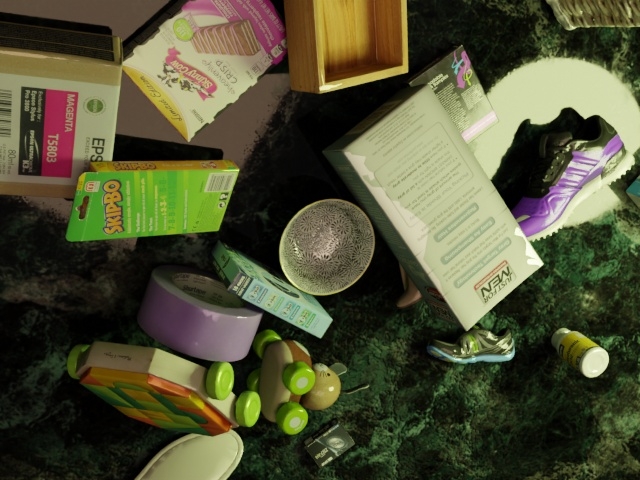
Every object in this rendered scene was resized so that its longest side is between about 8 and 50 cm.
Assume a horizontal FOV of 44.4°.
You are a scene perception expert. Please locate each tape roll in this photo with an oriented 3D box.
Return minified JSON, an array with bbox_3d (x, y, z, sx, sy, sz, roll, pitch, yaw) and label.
[{"bbox_3d":[-0.191,0.113,1.251,0.189,0.189,0.080,16,102,-24],"label":"tape roll"}]

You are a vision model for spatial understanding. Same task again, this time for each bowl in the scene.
[{"bbox_3d":[0.000,0.000,1.339,0.170,0.080,0.170,-7,112,-18],"label":"bowl"}]

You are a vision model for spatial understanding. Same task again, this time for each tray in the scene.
[{"bbox_3d":[0.033,-0.442,1.156,0.203,0.076,0.411,-22,119,-40],"label":"tray"}]

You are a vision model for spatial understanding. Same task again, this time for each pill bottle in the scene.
[{"bbox_3d":[0.520,0.223,1.584,0.065,0.116,0.065,-6,110,-17],"label":"pill bottle"}]

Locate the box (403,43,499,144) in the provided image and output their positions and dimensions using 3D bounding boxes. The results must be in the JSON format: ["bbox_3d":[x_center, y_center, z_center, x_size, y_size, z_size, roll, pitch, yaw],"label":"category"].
[{"bbox_3d":[0.230,-0.242,1.363,0.116,0.029,0.162,-36,118,-5],"label":"box"}]

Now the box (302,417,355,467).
[{"bbox_3d":[0.016,0.393,1.521,0.083,0.018,0.067,-34,116,-6],"label":"box"}]

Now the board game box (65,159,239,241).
[{"bbox_3d":[-0.254,-0.062,1.187,0.259,0.039,0.124,-8,133,-41],"label":"board game box"}]

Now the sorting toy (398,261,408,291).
[{"bbox_3d":[0.227,-0.001,1.448,0.193,0.038,0.208,-19,119,-12],"label":"sorting toy"}]

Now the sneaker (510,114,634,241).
[{"bbox_3d":[0.429,-0.125,1.444,0.293,0.102,0.146,-38,113,-8],"label":"sneaker"}]

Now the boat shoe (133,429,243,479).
[{"bbox_3d":[-0.275,0.455,1.416,0.319,0.116,0.099,-37,160,-11],"label":"boat shoe"}]

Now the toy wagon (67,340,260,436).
[{"bbox_3d":[-0.233,0.254,1.262,0.344,0.267,0.068,62,38,-53],"label":"toy wagon"}]

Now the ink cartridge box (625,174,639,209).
[{"bbox_3d":[0.710,-0.126,1.557,0.104,0.060,0.180,40,92,-26],"label":"ink cartridge box"}]

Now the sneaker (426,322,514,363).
[{"bbox_3d":[0.292,0.200,1.533,0.188,0.067,0.078,-1,88,-18],"label":"sneaker"}]

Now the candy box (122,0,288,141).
[{"bbox_3d":[-0.169,-0.286,1.180,0.233,0.071,0.159,-42,117,-1],"label":"candy box"}]

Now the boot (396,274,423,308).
[{"bbox_3d":[0.171,0.059,1.411,0.118,0.042,0.087,-34,114,-4],"label":"boot"}]

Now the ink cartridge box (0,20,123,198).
[{"bbox_3d":[-0.385,-0.174,1.094,0.193,0.088,0.234,3,130,-19],"label":"ink cartridge box"}]

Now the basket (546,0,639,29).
[{"bbox_3d":[0.500,-0.549,1.219,0.331,0.266,0.328,-41,116,-4],"label":"basket"}]

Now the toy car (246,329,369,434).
[{"bbox_3d":[-0.012,0.244,1.391,0.188,0.155,0.149,1,109,-30],"label":"toy car"}]

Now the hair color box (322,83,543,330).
[{"bbox_3d":[0.191,-0.054,1.320,0.185,0.113,0.374,-39,105,-11],"label":"hair color box"}]

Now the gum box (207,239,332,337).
[{"bbox_3d":[-0.086,0.078,1.294,0.184,0.157,0.041,29,97,-26],"label":"gum box"}]
